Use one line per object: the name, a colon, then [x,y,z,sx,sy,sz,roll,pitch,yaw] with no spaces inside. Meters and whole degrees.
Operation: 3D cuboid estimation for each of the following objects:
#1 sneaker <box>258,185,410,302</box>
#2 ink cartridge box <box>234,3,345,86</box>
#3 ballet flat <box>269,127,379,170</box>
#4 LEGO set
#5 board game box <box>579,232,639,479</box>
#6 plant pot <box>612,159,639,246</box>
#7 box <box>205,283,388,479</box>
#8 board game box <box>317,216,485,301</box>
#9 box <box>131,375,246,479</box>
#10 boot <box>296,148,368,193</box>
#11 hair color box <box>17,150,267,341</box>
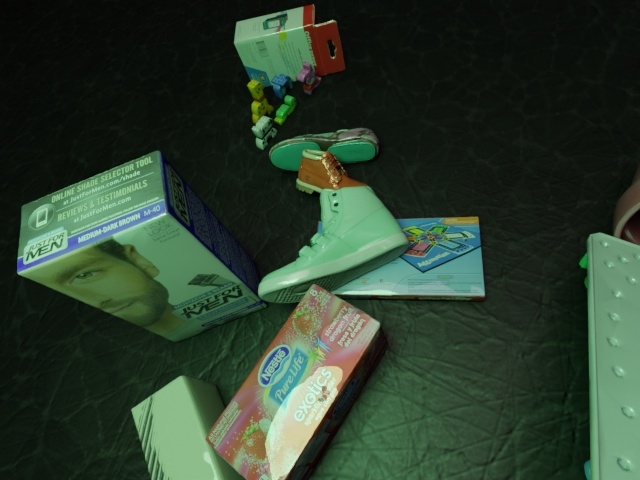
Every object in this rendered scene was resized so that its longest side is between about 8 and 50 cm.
sneaker: [0.000,0.000,0.671,0.255,0.094,0.151,-23,66,-9]
ink cartridge box: [-0.066,-0.448,0.933,0.230,0.134,0.078,-6,61,10]
ballet flat: [0.008,-0.191,0.823,0.221,0.077,0.079,-6,43,6]
LEGO set: [-0.105,-0.327,0.903,0.087,0.093,0.227,28,73,26]
board game box: [0.464,0.187,0.399,0.389,0.050,0.390,22,45,15]
plant pot: [0.527,-0.062,0.557,0.201,0.201,0.180,14,52,21]
box: [-0.021,0.211,0.580,0.122,0.128,0.257,28,73,25]
board game box: [0.127,0.031,0.694,0.281,0.027,0.145,-1,64,14]
box: [-0.158,0.337,0.560,0.094,0.113,0.275,-34,59,-3]
boot: [0.027,-0.123,0.761,0.157,0.085,0.059,18,27,20]
hair color box: [-0.226,0.039,0.600,0.185,0.339,0.110,-22,59,2]
